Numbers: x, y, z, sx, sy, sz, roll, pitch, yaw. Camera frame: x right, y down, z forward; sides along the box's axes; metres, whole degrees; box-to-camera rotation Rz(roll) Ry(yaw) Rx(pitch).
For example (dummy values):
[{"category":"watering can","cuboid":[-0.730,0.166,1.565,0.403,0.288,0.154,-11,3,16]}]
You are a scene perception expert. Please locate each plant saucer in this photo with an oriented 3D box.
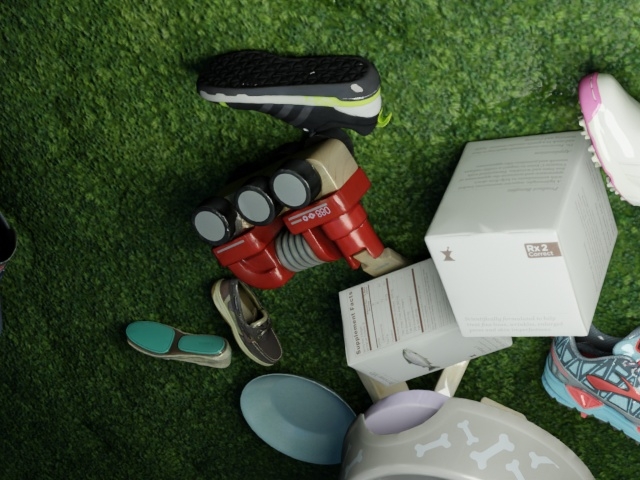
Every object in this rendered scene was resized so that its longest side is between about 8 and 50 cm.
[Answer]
[{"category":"plant saucer","cuboid":[-0.023,0.255,1.916,0.195,0.037,0.195,14,134,15]}]

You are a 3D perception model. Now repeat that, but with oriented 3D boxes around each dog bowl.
[{"category":"dog bowl","cuboid":[0.175,0.348,1.628,0.349,0.102,0.348,14,136,14]}]

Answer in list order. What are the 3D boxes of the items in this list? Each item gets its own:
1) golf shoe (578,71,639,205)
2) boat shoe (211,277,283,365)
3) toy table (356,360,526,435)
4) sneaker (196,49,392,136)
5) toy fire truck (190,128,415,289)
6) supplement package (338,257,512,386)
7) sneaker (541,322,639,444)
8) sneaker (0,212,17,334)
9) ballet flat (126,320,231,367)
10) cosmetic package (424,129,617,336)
[{"category":"golf shoe","cuboid":[0.385,-0.076,1.368,0.140,0.115,0.306,-26,122,29]},{"category":"boat shoe","cuboid":[-0.095,0.115,1.809,0.049,0.056,0.152,-13,123,41]},{"category":"toy table","cuboid":[0.145,0.246,1.736,0.252,0.161,0.274,32,137,-6]},{"category":"sneaker","cuboid":[-0.035,-0.157,1.504,0.235,0.084,0.097,7,134,21]},{"category":"toy fire truck","cuboid":[0.000,0.000,1.609,0.217,0.158,0.246,-22,107,39]},{"category":"supplement package","cuboid":[0.128,0.096,1.595,0.179,0.105,0.105,-22,149,25]},{"category":"sneaker","cuboid":[0.387,0.170,1.560,0.262,0.104,0.125,20,121,31]},{"category":"sneaker","cuboid":[-0.505,0.043,1.890,0.148,0.131,0.350,13,134,22]},{"category":"ballet flat","cuboid":[-0.211,0.161,1.912,0.168,0.057,0.052,11,144,18]},{"category":"cosmetic package","cuboid":[0.229,-0.006,1.441,0.151,0.183,0.151,-3,128,29]}]
